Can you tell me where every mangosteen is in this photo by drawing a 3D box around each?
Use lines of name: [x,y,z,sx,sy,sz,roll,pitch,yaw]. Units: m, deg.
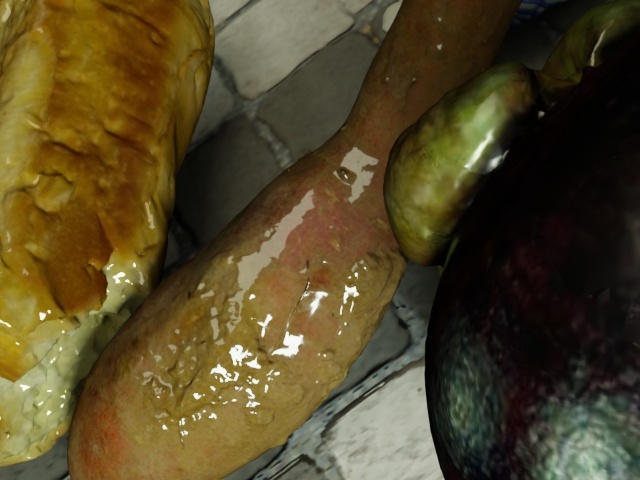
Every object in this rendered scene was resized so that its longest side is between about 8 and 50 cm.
mangosteen: [0.158,0.027,0.595,0.288,0.288,0.288,-17,48,20]

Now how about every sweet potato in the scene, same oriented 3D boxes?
sweet potato: [0.000,0.000,0.814,0.385,0.109,0.109,-51,44,8]

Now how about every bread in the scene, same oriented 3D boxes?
bread: [-0.167,-0.033,0.944,0.195,0.149,0.344,-23,44,36]

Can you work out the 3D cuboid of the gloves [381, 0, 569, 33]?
gloves: [0.119,-0.182,0.904,0.229,0.119,0.097,-44,54,20]
